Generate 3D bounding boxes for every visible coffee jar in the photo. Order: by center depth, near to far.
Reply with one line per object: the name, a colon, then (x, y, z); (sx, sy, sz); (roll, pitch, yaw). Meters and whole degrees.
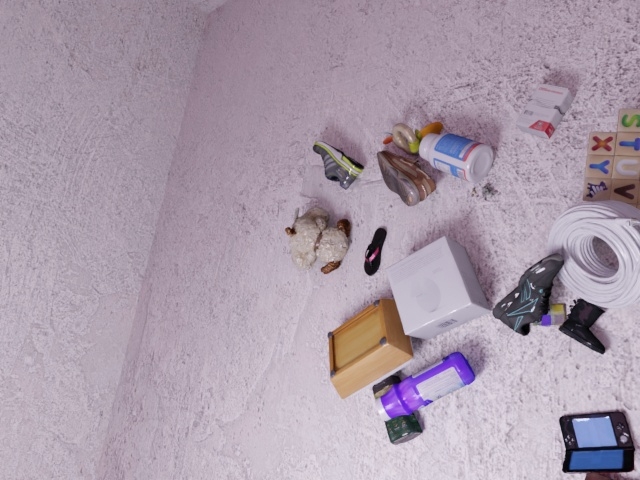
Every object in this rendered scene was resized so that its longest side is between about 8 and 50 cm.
coffee jar: (0.225, 0.504, 1.416); (0.096, 0.079, 0.184); (-38, 51, 25)

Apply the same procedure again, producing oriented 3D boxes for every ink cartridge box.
ink cartridge box: (0.659, -0.380, 1.390); (0.099, 0.056, 0.135); (37, 100, 45)

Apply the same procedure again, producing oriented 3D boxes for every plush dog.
plush dog: (0.000, 0.000, 1.787); (0.225, 0.210, 0.262); (17, 86, 19)

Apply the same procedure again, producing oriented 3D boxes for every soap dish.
soap dish: (0.146, 0.332, 1.494); (0.291, 0.118, 0.229); (-40, 30, 27)

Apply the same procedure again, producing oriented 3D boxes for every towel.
towel: (0.599, 0.196, 1.240); (0.083, 0.009, 0.060); (-8, 69, 41)

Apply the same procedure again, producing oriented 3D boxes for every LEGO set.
LEGO set: (0.504, -0.151, 1.465); (0.083, 0.023, 0.054); (-15, 63, 39)

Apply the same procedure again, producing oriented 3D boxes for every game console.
game console: (0.614, 0.453, 1.064); (0.144, 0.085, 0.124); (-22, 59, 36)

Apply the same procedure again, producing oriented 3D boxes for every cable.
cable: (0.659, 0.029, 1.102); (0.257, 0.089, 0.257); (35, 143, 56)

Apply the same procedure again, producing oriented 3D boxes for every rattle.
rattle: (0.320, -0.394, 1.712); (0.143, 0.130, 0.200); (-52, 18, 0)

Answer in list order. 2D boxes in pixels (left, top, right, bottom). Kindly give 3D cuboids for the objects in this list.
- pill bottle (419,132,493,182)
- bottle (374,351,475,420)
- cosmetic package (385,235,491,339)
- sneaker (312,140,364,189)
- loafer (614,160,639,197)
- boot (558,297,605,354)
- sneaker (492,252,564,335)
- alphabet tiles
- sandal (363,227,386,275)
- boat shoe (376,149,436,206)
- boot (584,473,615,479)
pill bottle: (0.428, -0.276, 1.518); (0.221, 0.124, 0.124); (36, 99, 45)
bottle: (0.289, 0.413, 1.323); (0.283, 0.118, 0.092); (-31, 64, 10)
cosmetic package: (0.344, 0.145, 1.411); (0.224, 0.138, 0.224); (-33, 54, 30)
sneaker: (0.047, -0.310, 1.910); (0.121, 0.111, 0.300); (-59, 42, 13)
loafer: (0.798, -0.167, 1.139); (0.095, 0.109, 0.302); (34, 95, 41)
boot: (0.659, 0.207, 1.158); (0.121, 0.045, 0.099); (36, 92, 42)
sneaker: (0.552, 0.141, 1.210); (0.106, 0.101, 0.267); (53, 144, 30)
alphabet tiles: (0.802, -0.162, 1.084); (0.342, 0.011, 0.285); (7, 88, 22)
sandal: (0.186, 0.037, 1.676); (0.067, 0.040, 0.179); (7, 78, 45)
boat shoe: (0.295, -0.230, 1.649); (0.116, 0.123, 0.324); (-23, 41, -5)
boot: (0.577, 0.617, 1.054); (0.248, 0.090, 0.207); (3, 64, 46)
